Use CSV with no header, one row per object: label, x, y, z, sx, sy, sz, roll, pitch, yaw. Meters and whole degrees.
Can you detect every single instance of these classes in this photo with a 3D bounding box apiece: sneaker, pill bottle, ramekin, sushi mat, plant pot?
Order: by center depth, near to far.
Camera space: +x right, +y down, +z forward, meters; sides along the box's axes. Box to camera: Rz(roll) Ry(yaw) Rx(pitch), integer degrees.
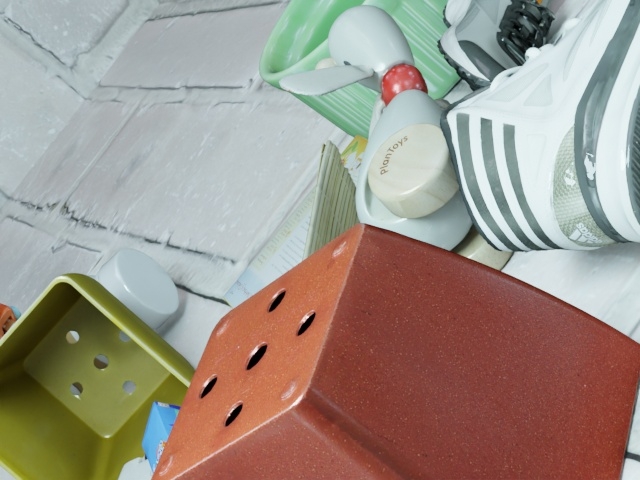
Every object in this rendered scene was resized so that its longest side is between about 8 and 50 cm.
plant pot,0.039,0.148,1.356,0.267,0.236,0.267,-34,24,40
sneaker,0.230,-0.177,1.565,0.257,0.169,0.447,-8,46,43
sushi mat,0.025,0.045,1.741,0.019,0.151,0.316,-23,28,20
sneaker,0.187,-0.212,1.937,0.108,0.100,0.271,-37,21,21
plant pot,-0.261,0.159,2.132,0.212,0.212,0.187,-47,6,11
ramekin,0.082,-0.258,2.190,0.303,0.148,0.303,-44,19,20
pill bottle,-0.287,0.118,2.361,0.229,0.131,0.131,-42,20,25

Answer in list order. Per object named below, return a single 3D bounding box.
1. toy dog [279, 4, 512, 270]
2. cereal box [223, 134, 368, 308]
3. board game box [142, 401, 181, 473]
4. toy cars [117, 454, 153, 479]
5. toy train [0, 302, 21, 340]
toy dog,0.051,-0.072,1.748,0.161,0.220,0.333,-32,22,8
cereal box,0.000,0.000,2.043,0.240,0.047,0.173,-51,18,0
board game box,-0.057,0.202,1.600,0.210,0.160,0.047,-132,56,-71
toy cars,-0.186,0.312,1.829,0.393,0.087,0.176,-47,23,0
toy train,-0.381,0.121,2.118,0.166,0.046,0.125,-55,-26,-36
